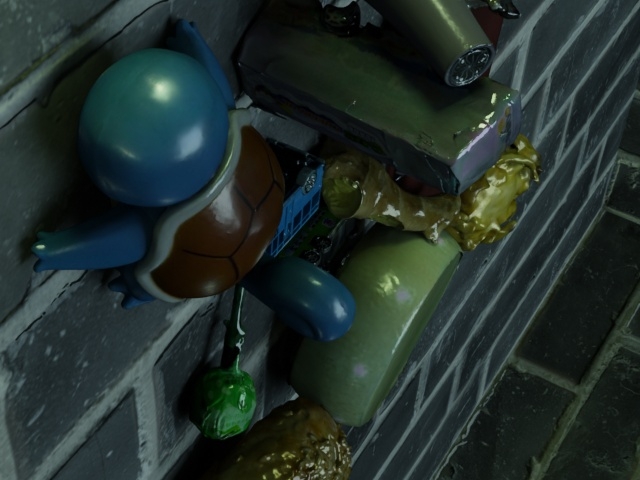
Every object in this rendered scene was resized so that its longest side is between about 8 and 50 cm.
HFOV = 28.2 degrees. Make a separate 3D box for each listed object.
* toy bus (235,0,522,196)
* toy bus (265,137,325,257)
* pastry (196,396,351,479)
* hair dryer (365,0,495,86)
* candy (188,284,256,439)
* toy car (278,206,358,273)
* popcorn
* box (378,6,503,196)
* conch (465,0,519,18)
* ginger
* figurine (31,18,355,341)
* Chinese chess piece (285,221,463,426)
[{"bbox_3d":[0.061,-0.166,1.424,0.138,0.317,0.112,-54,156,-20],"label":"toy bus"},{"bbox_3d":[-0.076,-0.034,1.565,0.185,0.090,0.106,-49,157,-41],"label":"toy bus"},{"bbox_3d":[-0.075,0.383,1.861,0.311,0.162,0.255,-43,156,-5],"label":"pastry"},{"bbox_3d":[-0.005,-0.287,1.298,0.361,0.301,0.121,-3,141,-42],"label":"hair dryer"},{"bbox_3d":[-0.112,0.112,1.685,0.097,0.097,0.324,-25,128,-62],"label":"candy"},{"bbox_3d":[0.000,0.000,1.845,0.165,0.062,0.071,-52,158,-34],"label":"toy car"},{"bbox_3d":[0.272,-0.093,2.270,0.250,0.190,0.250,-39,160,-17],"label":"popcorn"},{"bbox_3d":[0.172,-0.237,1.945,0.263,0.108,0.404,-38,147,-48],"label":"box"},{"bbox_3d":[0.179,-0.373,1.616,0.186,0.241,0.313,-34,153,15],"label":"conch"},{"bbox_3d":[0.097,-0.074,1.839,0.294,0.131,0.086,15,144,-43],"label":"ginger"},{"bbox_3d":[-0.134,-0.033,1.285,0.298,0.243,0.416,-51,137,-13],"label":"figurine"},{"bbox_3d":[0.085,0.120,1.996,0.349,0.146,0.349,-57,169,-16],"label":"Chinese chess piece"}]
